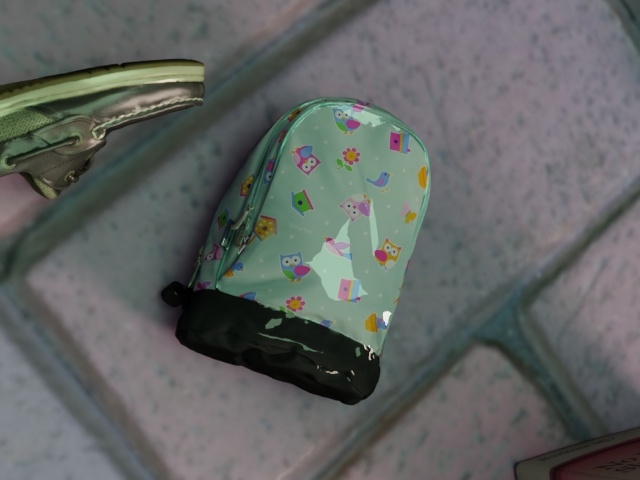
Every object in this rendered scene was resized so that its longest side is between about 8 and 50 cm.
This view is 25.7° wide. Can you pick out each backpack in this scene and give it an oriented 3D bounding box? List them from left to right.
[{"bbox_3d":[0.000,0.000,0.901,0.152,0.115,0.182,23,75,-18],"label":"backpack"}]

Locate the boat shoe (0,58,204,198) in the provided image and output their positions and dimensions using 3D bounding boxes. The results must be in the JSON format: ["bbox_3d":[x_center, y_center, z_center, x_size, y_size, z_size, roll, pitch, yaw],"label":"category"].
[{"bbox_3d":[-0.174,-0.061,0.852,0.223,0.080,0.073,-14,98,-18],"label":"boat shoe"}]

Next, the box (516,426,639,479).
[{"bbox_3d":[0.258,0.200,0.935,0.148,0.232,0.127,-11,91,-24],"label":"box"}]
